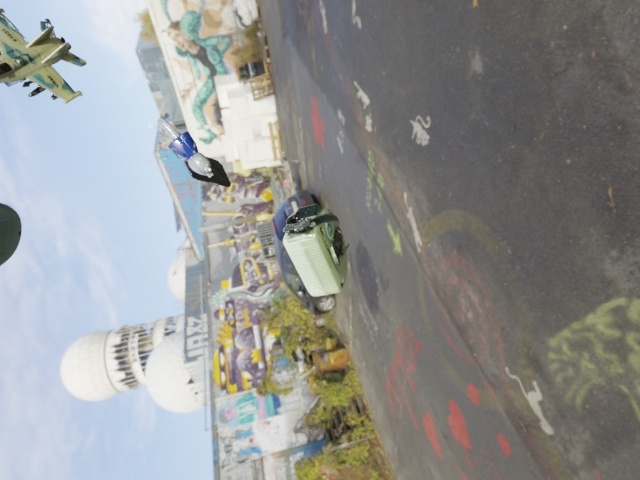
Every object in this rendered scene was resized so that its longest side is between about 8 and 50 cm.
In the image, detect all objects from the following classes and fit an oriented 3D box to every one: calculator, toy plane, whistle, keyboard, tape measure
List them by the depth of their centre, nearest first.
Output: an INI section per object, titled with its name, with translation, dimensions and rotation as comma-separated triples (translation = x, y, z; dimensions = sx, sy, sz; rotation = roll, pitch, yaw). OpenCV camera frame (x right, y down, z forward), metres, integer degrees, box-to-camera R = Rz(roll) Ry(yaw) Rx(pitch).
[whistle]
translation = -0.154, -0.105, 0.465
dimensions = 0.083, 0.029, 0.033
rotation = 50, 162, -19
[toy plane]
translation = -0.576, -0.318, 0.752
dimensions = 0.088, 0.262, 0.192
rotation = -7, 128, 51
[calculator]
translation = -0.765, 0.004, 0.873
dimensions = 0.299, 0.041, 0.185
rotation = -79, 3, -80
[tape measure]
translation = 0.000, 0.000, 1.012
dimensions = 0.207, 0.115, 0.235
rotation = -75, -32, -50
[keyboard]
translation = -0.366, -0.231, 1.317
dimensions = 0.106, 0.016, 0.262
rotation = 63, -168, 5
